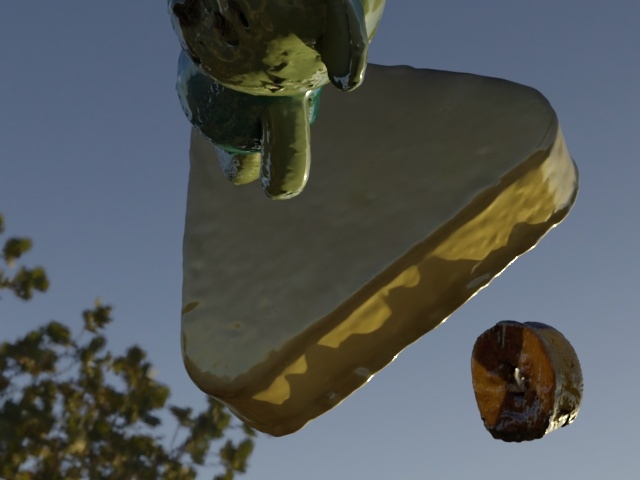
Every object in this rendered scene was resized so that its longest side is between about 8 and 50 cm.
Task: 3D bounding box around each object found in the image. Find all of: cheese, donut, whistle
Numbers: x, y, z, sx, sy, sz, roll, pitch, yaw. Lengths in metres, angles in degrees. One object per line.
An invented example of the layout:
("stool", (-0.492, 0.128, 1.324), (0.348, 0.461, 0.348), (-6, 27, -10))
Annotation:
("cheese", (-0.001, 0.000, 0.964), (0.384, 0.383, 0.104), (1, -31, 28))
("donut", (0.215, 0.147, 1.122), (0.059, 0.140, 0.140), (-5, -19, -29))
("whistle", (-0.028, -0.077, 0.449), (0.077, 0.114, 0.235), (-17, -12, -16))
